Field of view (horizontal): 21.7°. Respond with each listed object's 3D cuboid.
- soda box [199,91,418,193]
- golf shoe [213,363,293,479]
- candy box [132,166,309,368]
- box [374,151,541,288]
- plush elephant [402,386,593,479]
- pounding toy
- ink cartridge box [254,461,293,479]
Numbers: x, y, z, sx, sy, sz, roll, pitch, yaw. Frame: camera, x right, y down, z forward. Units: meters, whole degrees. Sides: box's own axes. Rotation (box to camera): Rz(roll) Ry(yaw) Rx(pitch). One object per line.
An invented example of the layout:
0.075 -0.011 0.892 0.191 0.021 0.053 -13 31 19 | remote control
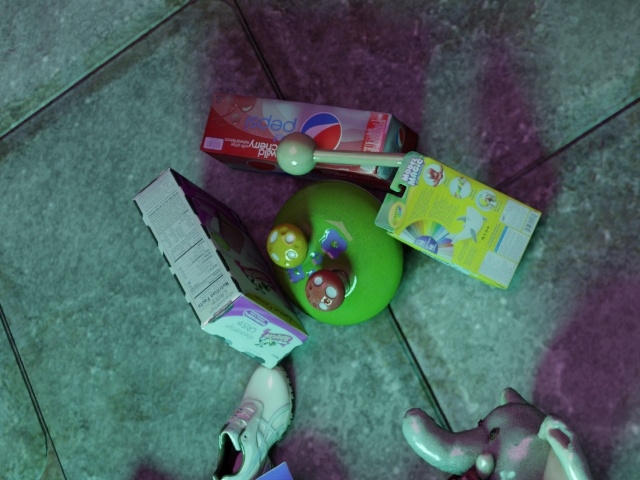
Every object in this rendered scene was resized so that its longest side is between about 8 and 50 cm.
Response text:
-0.015 -0.125 2.126 0.263 0.092 0.083 10 80 28 | soda box
-0.086 0.231 2.059 0.069 0.086 0.176 5 75 29 | golf shoe
-0.125 0.033 2.078 0.071 0.159 0.233 -40 54 11 | candy box
0.160 -0.025 1.982 0.179 0.043 0.105 26 86 -10 | box
0.178 0.284 1.807 0.330 0.272 0.255 4 84 -11 | plush elephant
0.000 0.000 2.017 0.183 0.110 0.237 14 109 26 | pounding toy
-0.092 0.395 1.974 0.206 0.045 0.208 -34 60 12 | ink cartridge box
